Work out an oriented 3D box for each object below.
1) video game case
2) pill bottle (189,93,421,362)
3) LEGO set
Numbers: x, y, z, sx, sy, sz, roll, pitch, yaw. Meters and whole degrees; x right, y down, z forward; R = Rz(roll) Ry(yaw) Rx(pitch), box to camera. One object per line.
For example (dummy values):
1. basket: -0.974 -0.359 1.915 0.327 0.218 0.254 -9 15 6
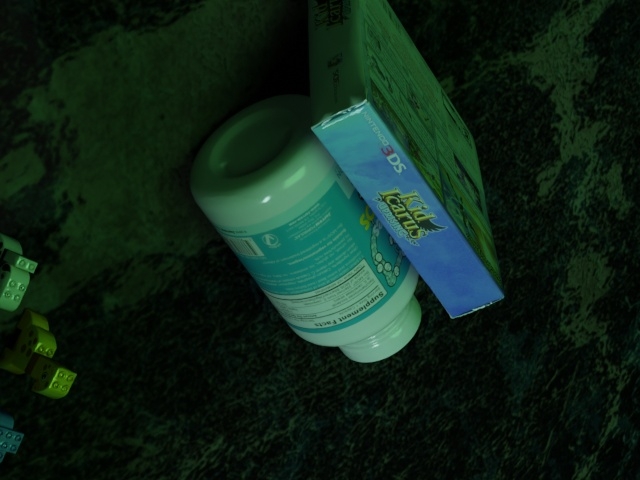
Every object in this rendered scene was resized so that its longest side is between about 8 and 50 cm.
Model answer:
1. video game case: 0.076 -0.100 1.237 0.061 0.244 0.269 -25 129 18
2. pill bottle: 0.000 0.000 1.248 0.146 0.146 0.264 -49 129 -18
3. LEGO set: -0.264 0.120 1.100 0.087 0.093 0.227 27 85 -41
